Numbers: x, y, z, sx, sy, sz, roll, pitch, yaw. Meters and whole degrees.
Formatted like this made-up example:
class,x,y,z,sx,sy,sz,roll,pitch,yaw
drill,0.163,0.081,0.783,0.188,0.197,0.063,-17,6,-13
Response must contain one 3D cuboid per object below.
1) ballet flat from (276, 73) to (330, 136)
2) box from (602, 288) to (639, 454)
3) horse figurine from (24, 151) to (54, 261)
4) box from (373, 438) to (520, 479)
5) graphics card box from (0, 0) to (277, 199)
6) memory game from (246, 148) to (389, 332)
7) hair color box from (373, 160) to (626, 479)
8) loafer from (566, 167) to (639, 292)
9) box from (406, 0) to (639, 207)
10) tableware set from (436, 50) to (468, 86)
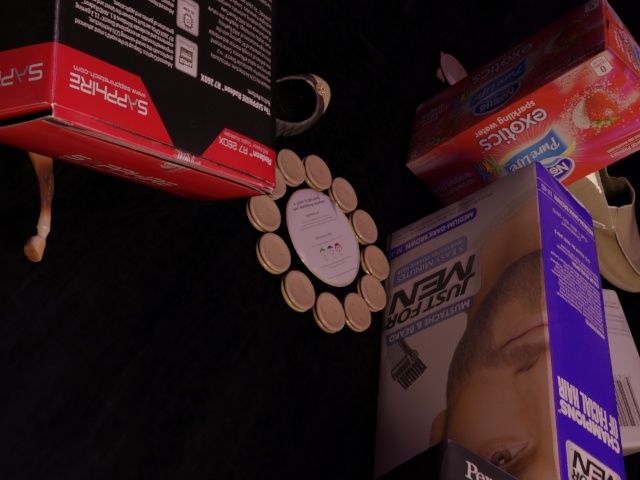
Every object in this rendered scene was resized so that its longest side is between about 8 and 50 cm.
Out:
class,x,y,z,sx,sy,sz,roll,pitch,yaw
ballet flat,-0.033,-0.127,0.881,0.173,0.049,0.057,-30,93,-56
box,0.252,0.146,1.002,0.181,0.119,0.181,11,58,-48
horse figurine,-0.240,-0.102,0.587,0.263,0.066,0.174,35,50,-38
box,0.127,0.339,0.611,0.296,0.183,0.294,32,42,-17
graphics card box,-0.122,-0.227,0.642,0.233,0.094,0.370,15,74,-59
memory game,0.000,0.000,0.872,0.186,0.012,0.186,30,46,-37
hair color box,0.151,0.111,0.839,0.110,0.185,0.338,36,42,-33
loafer,0.414,-0.034,1.357,0.268,0.092,0.102,47,37,-20
box,0.235,-0.133,1.049,0.128,0.257,0.122,44,37,-25
tableware set,0.206,-0.165,1.244,0.169,0.020,0.141,27,45,-38
